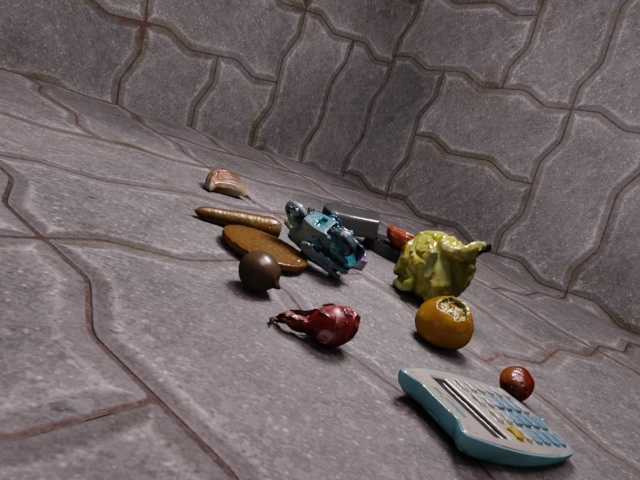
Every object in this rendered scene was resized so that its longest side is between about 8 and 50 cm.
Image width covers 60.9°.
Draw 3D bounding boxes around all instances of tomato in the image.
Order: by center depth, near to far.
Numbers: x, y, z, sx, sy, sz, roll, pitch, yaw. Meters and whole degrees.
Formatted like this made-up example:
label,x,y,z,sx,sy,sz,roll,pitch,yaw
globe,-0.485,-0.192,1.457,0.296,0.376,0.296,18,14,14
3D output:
label,x,y,z,sx,sy,sz,roll,pitch,yaw
tomato,0.325,0.000,2.175,0.156,0.069,0.155,24,10,-4

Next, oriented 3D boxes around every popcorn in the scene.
label,x,y,z,sx,sy,sz,roll,pitch,yaw
popcorn,0.367,0.090,1.764,0.237,0.292,0.293,38,18,28

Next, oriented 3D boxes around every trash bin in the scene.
label,x,y,z,sx,sy,sz,roll,pitch,yaw
trash bin,0.119,-0.081,2.209,0.237,0.101,0.176,10,16,3

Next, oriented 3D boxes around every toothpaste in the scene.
label,x,y,z,sx,sy,sz,roll,pitch,yaw
toothpaste,0.067,0.049,1.796,0.196,0.040,0.047,16,39,-29

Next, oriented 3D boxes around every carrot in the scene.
label,x,y,z,sx,sy,sz,roll,pitch,yaw
carrot,-0.261,-0.064,1.654,0.298,0.078,0.078,14,15,-21

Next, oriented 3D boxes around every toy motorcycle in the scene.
label,x,y,z,sx,sy,sz,roll,pitch,yaw
toy motorcycle,0.000,0.000,1.612,0.260,0.206,0.154,31,58,24

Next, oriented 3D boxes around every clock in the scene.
label,x,y,z,sx,sy,sz,roll,pitch,yaw
clock,0.313,0.037,2.285,0.281,0.055,0.280,22,12,-5

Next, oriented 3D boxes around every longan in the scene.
label,x,y,z,sx,sy,sz,roll,pitch,yaw
longan,-0.136,0.075,1.247,0.113,0.092,0.113,43,-3,3

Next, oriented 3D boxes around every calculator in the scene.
label,x,y,z,sx,sy,sz,roll,pitch,yaw
calculator,0.334,0.346,1.071,0.387,0.054,0.256,16,14,-35

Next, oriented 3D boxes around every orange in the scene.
label,x,y,z,sx,sy,sz,roll,pitch,yaw
orange,0.326,0.212,1.422,0.155,0.134,0.154,20,6,-2

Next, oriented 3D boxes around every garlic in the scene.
label,x,y,z,sx,sy,sz,roll,pitch,yaw
garlic,-0.345,-0.204,2.068,0.198,0.090,0.128,23,26,-34

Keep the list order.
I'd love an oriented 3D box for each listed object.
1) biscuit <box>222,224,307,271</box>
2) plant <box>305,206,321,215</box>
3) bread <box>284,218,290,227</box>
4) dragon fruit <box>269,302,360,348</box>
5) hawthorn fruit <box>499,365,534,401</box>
label,x,y,z,sx,sy,sz,roll,pitch,yaw
biscuit,-0.158,0.024,1.531,0.262,0.037,0.262,22,13,-5
plant,-0.006,-0.066,2.086,0.174,0.085,0.087,32,-13,15
bread,-0.101,-0.062,1.997,0.049,0.033,0.088,12,17,-21
dragon fruit,-0.009,0.177,1.114,0.191,0.094,0.094,0,17,-7
hawthorn fruit,0.453,0.338,1.267,0.081,0.081,0.093,29,26,21
